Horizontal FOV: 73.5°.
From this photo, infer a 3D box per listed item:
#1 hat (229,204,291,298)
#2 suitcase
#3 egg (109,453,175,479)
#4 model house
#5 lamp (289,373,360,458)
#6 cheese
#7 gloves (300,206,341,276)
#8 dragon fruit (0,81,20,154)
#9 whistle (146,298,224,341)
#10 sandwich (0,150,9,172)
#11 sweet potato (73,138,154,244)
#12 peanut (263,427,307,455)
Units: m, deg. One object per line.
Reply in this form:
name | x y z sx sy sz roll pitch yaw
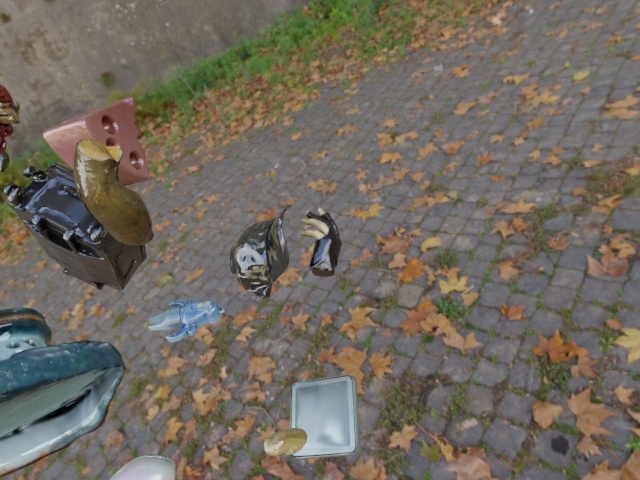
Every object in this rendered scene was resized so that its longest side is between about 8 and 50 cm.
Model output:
hat | -0.244 0.016 1.704 0.257 0.381 0.366 0 63 -4
suitcase | -0.653 -0.026 1.199 0.194 0.283 0.434 -66 3 -31
egg | -0.547 0.759 1.319 0.217 0.183 0.183 -49 37 -12
model house | -0.431 0.135 0.522 0.291 0.253 0.184 41 115 23
lamp | 0.010 0.636 1.553 0.266 0.047 0.269 -15 54 21
cheese | -0.481 -0.205 0.973 0.128 0.177 0.203 -11 28 15
gloves | 0.007 0.003 1.744 0.152 0.197 0.301 -17 69 0
dragon fruit | -0.798 -0.279 0.956 0.205 0.317 0.152 -35 61 -10
whistle | -0.479 0.275 1.536 0.269 0.093 0.180 -11 39 -4
sandwich | -1.006 -0.261 1.331 0.101 0.026 0.069 31 101 14
sweet potato | -0.344 -0.061 0.755 0.085 0.286 0.112 -2 64 1
peanut | -0.111 0.654 1.385 0.080 0.174 0.080 -12 73 42
